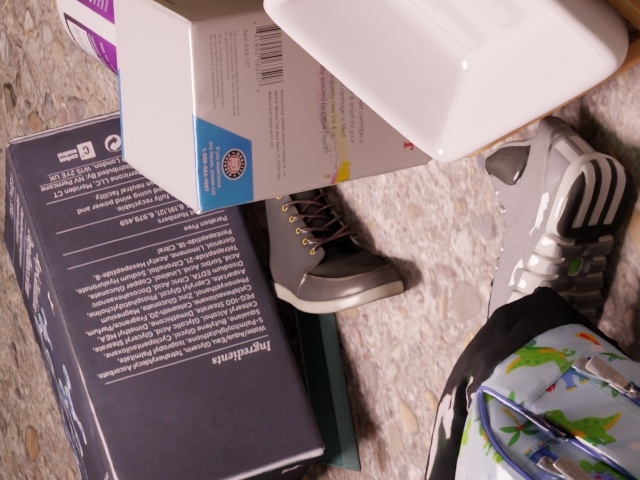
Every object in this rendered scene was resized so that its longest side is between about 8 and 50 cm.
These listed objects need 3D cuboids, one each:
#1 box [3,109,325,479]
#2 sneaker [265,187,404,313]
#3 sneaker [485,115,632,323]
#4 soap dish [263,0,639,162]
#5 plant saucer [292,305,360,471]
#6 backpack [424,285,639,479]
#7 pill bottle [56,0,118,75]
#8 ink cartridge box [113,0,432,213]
[{"bbox_3d":[-0.173,0.097,2.021,0.293,0.212,0.395,115,136,-69],"label":"box"},{"bbox_3d":[0.000,0.000,1.857,0.222,0.083,0.118,9,111,62],"label":"sneaker"},{"bbox_3d":[0.168,0.001,1.568,0.132,0.086,0.228,55,135,44],"label":"sneaker"},{"bbox_3d":[0.109,-0.191,1.456,0.229,0.118,0.291,40,152,-11],"label":"soap dish"},{"bbox_3d":[0.003,0.140,1.981,0.067,0.018,0.192,1,101,61],"label":"plant saucer"},{"bbox_3d":[0.228,0.237,1.397,0.356,0.273,0.290,24,123,32],"label":"backpack"},{"bbox_3d":[-0.145,-0.234,1.927,0.323,0.181,0.181,36,131,52],"label":"pill bottle"},{"bbox_3d":[-0.041,-0.146,1.717,0.168,0.233,0.171,32,129,56],"label":"ink cartridge box"}]
